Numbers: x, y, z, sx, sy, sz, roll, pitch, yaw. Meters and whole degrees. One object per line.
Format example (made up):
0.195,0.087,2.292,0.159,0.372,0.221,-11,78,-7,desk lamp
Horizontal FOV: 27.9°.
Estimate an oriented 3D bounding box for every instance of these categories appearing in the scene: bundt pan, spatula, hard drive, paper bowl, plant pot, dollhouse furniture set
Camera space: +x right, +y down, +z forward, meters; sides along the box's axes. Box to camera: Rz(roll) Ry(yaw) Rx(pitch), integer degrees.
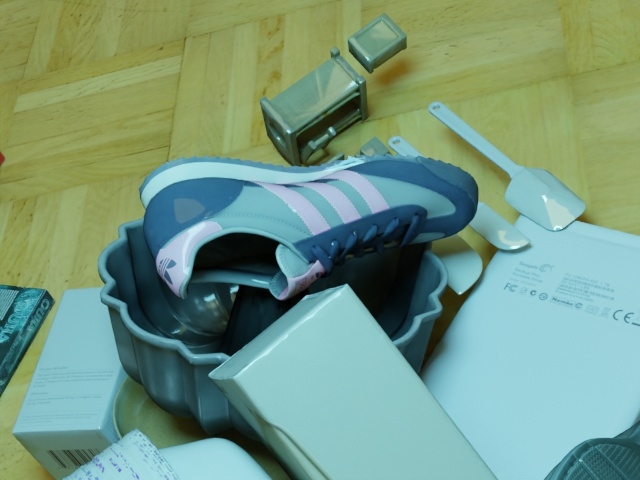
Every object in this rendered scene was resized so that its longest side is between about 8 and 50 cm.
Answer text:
-0.047,0.074,1.235,0.330,0.124,0.331,3,31,-2,bundt pan
0.140,-0.054,1.342,0.168,0.019,0.242,-36,46,-9,spatula
0.209,0.118,1.196,0.210,0.040,0.319,16,58,35,hard drive
-0.077,0.271,1.011,0.148,0.284,0.284,-35,45,-15,paper bowl
-0.078,0.168,1.230,0.236,0.032,0.236,1,30,-1,plant pot
0.053,-0.134,1.487,0.182,0.101,0.161,-36,70,-11,dollhouse furniture set

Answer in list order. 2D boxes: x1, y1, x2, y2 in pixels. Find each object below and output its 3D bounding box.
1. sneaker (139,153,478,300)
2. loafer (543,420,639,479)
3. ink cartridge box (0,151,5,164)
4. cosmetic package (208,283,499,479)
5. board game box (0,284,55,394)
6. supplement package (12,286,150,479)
0.000,0.000,1.171,0.319,0.112,0.131,-3,52,-12,sneaker
0.235,0.198,1.003,0.267,0.084,0.096,-18,65,-49,loafer
-0.459,-0.086,1.608,0.045,0.145,0.179,1,50,32,ink cartridge box
0.058,0.190,0.992,0.113,0.309,0.160,-39,2,-12,cosmetic package
-0.396,0.129,1.466,0.126,0.026,0.186,5,52,27,board game box
-0.221,0.146,1.316,0.105,0.105,0.179,-5,48,22,supplement package
